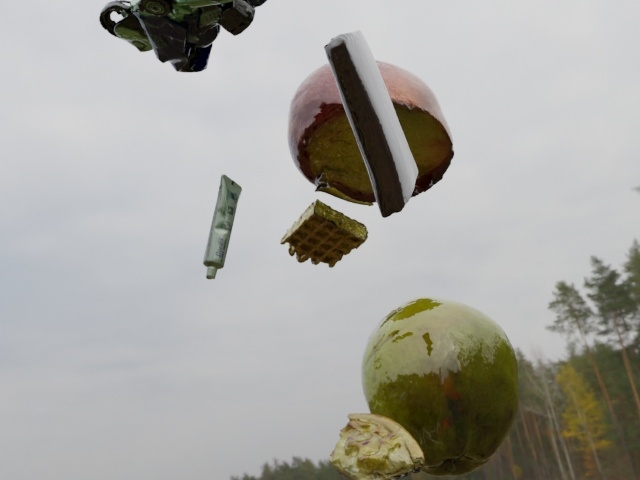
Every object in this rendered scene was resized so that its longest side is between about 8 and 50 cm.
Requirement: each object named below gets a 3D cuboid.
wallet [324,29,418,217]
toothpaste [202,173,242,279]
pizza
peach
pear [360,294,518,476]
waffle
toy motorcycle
[{"bbox_3d":[0.069,-0.161,0.827,0.049,0.229,0.182,-15,17,21],"label":"wallet"},{"bbox_3d":[-0.196,-0.025,1.243,0.041,0.218,0.064,-8,-29,34],"label":"toothpaste"},{"bbox_3d":[0.067,0.274,0.829,0.099,0.035,0.160,-36,20,-21],"label":"pizza"},{"bbox_3d":[0.110,-0.268,1.511,0.406,0.310,0.334,4,-53,-21],"label":"peach"},{"bbox_3d":[0.193,0.229,1.040,0.269,0.321,0.269,1,-45,1],"label":"pear"},{"bbox_3d":[0.000,0.000,1.575,0.161,0.055,0.211,27,-41,-18],"label":"waffle"},{"bbox_3d":[-0.221,-0.377,1.044,0.331,0.125,0.196,-10,-25,43],"label":"toy motorcycle"}]
